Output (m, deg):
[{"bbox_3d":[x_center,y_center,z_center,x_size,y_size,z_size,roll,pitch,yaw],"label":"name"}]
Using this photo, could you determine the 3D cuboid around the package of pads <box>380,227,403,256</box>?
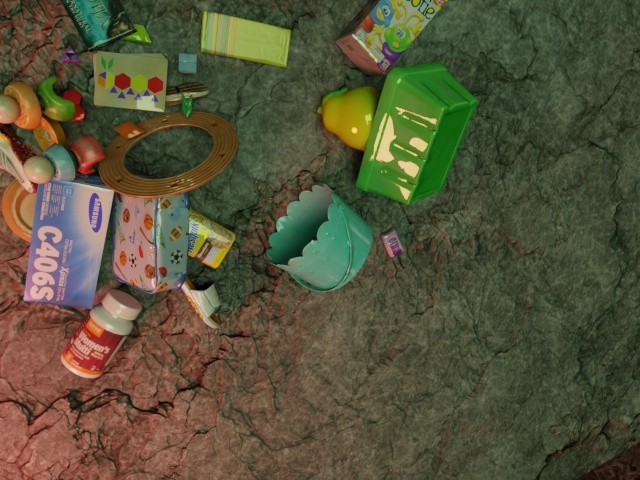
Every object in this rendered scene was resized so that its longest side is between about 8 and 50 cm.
[{"bbox_3d":[0.231,0.007,1.569,0.050,0.032,0.083,-28,110,-7],"label":"package of pads"}]

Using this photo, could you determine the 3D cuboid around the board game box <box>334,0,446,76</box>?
[{"bbox_3d":[0.195,-0.610,1.339,0.142,0.144,0.275,40,90,-23],"label":"board game box"}]

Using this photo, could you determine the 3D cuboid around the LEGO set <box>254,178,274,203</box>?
[{"bbox_3d":[-0.168,-0.148,1.409,0.054,0.023,0.083,-13,121,-12],"label":"LEGO set"}]

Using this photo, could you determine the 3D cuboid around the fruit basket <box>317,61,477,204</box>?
[{"bbox_3d":[0.192,-0.323,1.366,0.282,0.392,0.393,-22,112,-39],"label":"fruit basket"}]

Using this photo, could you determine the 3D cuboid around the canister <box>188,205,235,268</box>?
[{"bbox_3d":[-0.339,-0.011,1.358,0.169,0.073,0.126,31,94,-24],"label":"canister"}]

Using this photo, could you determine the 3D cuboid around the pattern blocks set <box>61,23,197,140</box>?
[{"bbox_3d":[-0.475,-0.395,1.207,0.324,0.026,0.286,12,87,-9],"label":"pattern blocks set"}]

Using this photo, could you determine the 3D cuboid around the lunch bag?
[{"bbox_3d":[-0.443,-0.029,1.244,0.114,0.243,0.304,-6,106,-50],"label":"lunch bag"}]

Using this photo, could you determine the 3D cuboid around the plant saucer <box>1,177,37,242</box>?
[{"bbox_3d":[-0.704,-0.081,1.240,0.199,0.037,0.200,-4,104,-17],"label":"plant saucer"}]

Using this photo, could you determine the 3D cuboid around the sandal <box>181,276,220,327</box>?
[{"bbox_3d":[-0.344,0.135,1.377,0.076,0.102,0.265,-32,109,-5],"label":"sandal"}]

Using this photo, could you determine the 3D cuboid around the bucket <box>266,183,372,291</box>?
[{"bbox_3d":[0.000,0.000,1.372,0.183,0.281,0.281,34,92,-26],"label":"bucket"}]

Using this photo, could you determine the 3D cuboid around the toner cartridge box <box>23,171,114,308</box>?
[{"bbox_3d":[-0.633,0.001,1.222,0.165,0.075,0.348,10,113,-24],"label":"toner cartridge box"}]

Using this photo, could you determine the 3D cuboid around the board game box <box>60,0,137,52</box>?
[{"bbox_3d":[-0.544,-0.566,1.159,0.126,0.026,0.186,-29,102,-9],"label":"board game box"}]

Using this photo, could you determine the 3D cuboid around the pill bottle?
[{"bbox_3d":[-0.590,0.250,1.316,0.121,0.121,0.221,33,92,-22],"label":"pill bottle"}]

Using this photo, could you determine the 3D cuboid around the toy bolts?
[{"bbox_3d":[-0.634,-0.218,1.095,0.229,0.218,0.158,53,43,1],"label":"toy bolts"}]

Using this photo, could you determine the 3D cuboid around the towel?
[{"bbox_3d":[-0.200,-0.536,1.299,0.237,0.021,0.102,4,108,-20],"label":"towel"}]

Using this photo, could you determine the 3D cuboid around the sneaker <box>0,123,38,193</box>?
[{"bbox_3d":[-0.758,-0.204,1.165,0.092,0.088,0.225,-38,95,4],"label":"sneaker"}]

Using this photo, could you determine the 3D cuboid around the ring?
[{"bbox_3d":[-0.365,-0.210,1.182,0.336,0.337,0.032,-21,138,-12],"label":"ring"}]

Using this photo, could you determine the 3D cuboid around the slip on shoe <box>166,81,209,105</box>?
[{"bbox_3d":[-0.360,-0.381,1.275,0.135,0.051,0.041,-18,148,-21],"label":"slip on shoe"}]
